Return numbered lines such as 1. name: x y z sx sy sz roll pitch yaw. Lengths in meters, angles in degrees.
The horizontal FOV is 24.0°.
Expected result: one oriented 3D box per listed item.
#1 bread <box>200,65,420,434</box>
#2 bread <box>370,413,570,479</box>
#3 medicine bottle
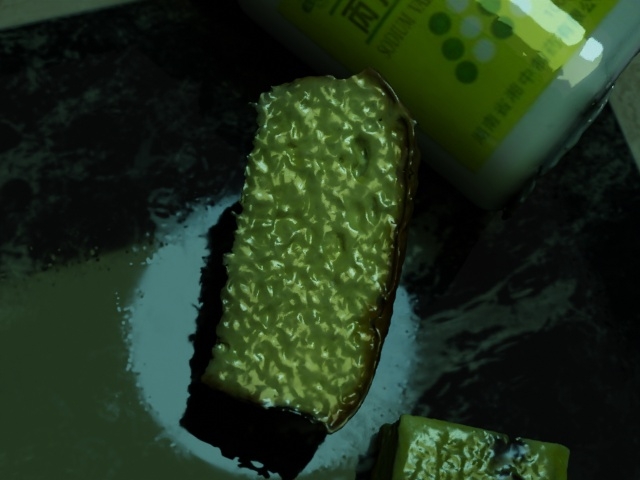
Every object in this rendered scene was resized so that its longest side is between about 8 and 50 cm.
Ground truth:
1. bread: 0.000 0.006 1.110 0.129 0.134 0.260 11 84 7
2. bread: 0.083 0.306 1.046 0.138 0.077 0.361 14 67 -7
3. medicine bottle: 0.063 -0.211 1.166 0.378 0.213 0.213 39 66 5
